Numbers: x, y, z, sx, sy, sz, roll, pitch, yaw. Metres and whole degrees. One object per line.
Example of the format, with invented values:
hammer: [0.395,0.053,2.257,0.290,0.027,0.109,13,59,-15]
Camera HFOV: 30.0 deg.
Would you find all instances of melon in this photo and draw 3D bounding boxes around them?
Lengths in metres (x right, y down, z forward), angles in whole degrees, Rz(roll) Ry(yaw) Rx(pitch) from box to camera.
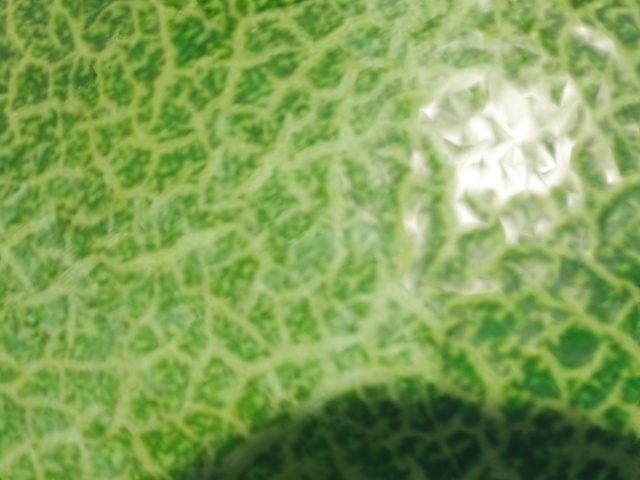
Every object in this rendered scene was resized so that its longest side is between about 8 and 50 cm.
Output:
melon: [0.000,0.000,0.423,0.343,0.331,0.226,-42,159,20]
